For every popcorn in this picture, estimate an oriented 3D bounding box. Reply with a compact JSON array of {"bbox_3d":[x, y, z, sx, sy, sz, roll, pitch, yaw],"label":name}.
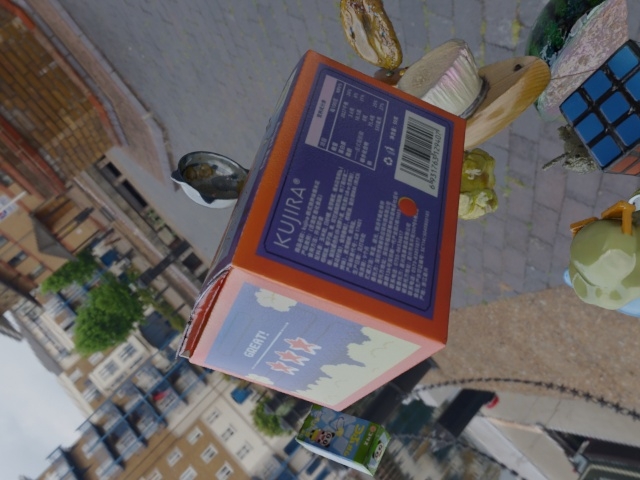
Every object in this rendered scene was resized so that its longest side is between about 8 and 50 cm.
[{"bbox_3d":[0.401,-0.147,1.542,0.200,0.226,0.203,4,147,33],"label":"popcorn"}]

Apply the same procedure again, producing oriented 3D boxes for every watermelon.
[{"bbox_3d":[0.620,-0.515,1.399,0.319,0.292,0.222,18,-137,-51],"label":"watermelon"}]

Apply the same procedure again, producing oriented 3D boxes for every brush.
[{"bbox_3d":[0.299,-0.305,1.067,0.266,0.174,0.166,-26,128,32],"label":"brush"}]

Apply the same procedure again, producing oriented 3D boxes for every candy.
[{"bbox_3d":[0.048,0.441,1.211,0.194,0.097,0.062,4,140,40],"label":"candy"}]

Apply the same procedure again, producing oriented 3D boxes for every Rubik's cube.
[{"bbox_3d":[0.551,-0.221,0.940,0.160,0.163,0.162,-50,48,46],"label":"Rubik's cube"}]

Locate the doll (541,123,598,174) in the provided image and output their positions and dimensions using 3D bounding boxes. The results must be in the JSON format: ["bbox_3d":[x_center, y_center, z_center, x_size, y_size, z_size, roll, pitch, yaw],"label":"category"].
[{"bbox_3d":[0.817,-0.299,1.708,0.202,0.286,0.091,5,127,40],"label":"doll"}]

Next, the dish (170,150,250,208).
[{"bbox_3d":[-0.294,-0.139,1.470,0.228,0.236,0.086,-103,32,-45],"label":"dish"}]

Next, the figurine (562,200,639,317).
[{"bbox_3d":[0.451,0.051,0.743,0.262,0.154,0.180,31,177,-28],"label":"figurine"}]

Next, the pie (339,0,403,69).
[{"bbox_3d":[0.130,-0.557,1.412,0.273,0.069,0.273,54,173,10],"label":"pie"}]

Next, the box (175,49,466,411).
[{"bbox_3d":[0.000,0.000,0.742,0.256,0.349,0.318,22,147,-11],"label":"box"}]

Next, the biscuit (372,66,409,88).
[{"bbox_3d":[0.263,-0.439,1.464,0.323,0.205,0.049,15,136,36],"label":"biscuit"}]

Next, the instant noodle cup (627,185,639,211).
[{"bbox_3d":[0.921,-0.090,1.290,0.326,0.254,0.325,52,173,9],"label":"instant noodle cup"}]
